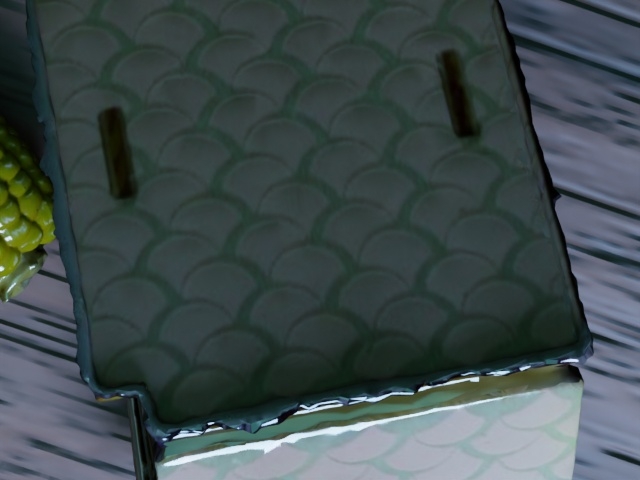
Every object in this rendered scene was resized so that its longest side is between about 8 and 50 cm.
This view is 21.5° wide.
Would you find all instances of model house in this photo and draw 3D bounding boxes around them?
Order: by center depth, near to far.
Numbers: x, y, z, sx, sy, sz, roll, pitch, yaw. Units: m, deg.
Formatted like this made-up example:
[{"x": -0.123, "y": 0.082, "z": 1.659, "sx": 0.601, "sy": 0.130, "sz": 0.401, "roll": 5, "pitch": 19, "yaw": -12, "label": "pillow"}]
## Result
[{"x": 0.000, "y": 0.000, "z": 0.533, "sx": 0.169, "sy": 0.244, "sz": 0.326, "roll": -7, "pitch": 103, "yaw": -5, "label": "model house"}]

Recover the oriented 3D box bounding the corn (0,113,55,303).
[{"x": -0.189, "y": -0.066, "z": 0.617, "sx": 0.080, "sy": 0.080, "sz": 0.231, "roll": -41, "pitch": 98, "yaw": 11, "label": "corn"}]
